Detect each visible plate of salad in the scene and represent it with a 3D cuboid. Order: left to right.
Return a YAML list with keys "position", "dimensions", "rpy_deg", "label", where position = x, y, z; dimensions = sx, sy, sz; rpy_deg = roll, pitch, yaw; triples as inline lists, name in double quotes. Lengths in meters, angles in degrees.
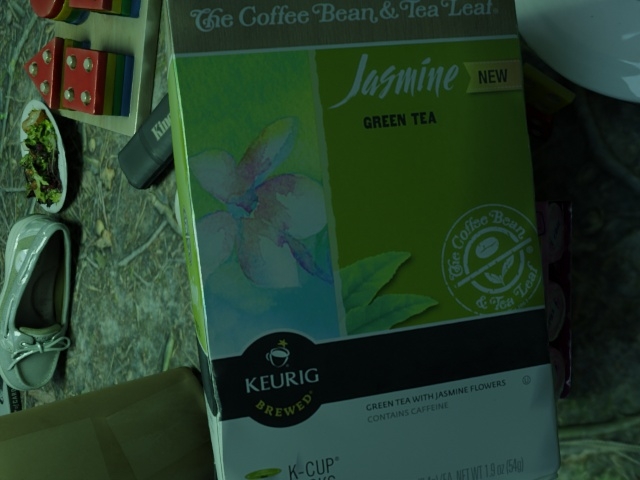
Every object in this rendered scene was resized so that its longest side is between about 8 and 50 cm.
- position: [-0.495, -0.144, 1.119]
  dimensions: [0.200, 0.048, 0.199]
  rpy_deg: [16, 112, 43]
  label: "plate of salad"

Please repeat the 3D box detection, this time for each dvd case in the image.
- position: [-0.687, 0.352, 1.356]
  dimensions: [0.179, 0.029, 0.238]
  rpy_deg: [-9, 89, 40]
  label: "dvd case"

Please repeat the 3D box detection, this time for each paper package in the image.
- position: [-0.342, 0.337, 0.878]
  dimensions: [0.309, 0.325, 0.168]
  rpy_deg: [-43, 67, 35]
  label: "paper package"

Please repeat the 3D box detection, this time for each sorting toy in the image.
- position: [-0.364, -0.308, 0.982]
  dimensions: [0.255, 0.089, 0.257]
  rpy_deg: [20, 107, 37]
  label: "sorting toy"
- position: [0.106, -0.181, 0.573]
  dimensions: [0.274, 0.132, 0.046]
  rpy_deg: [32, 88, 23]
  label: "sorting toy"

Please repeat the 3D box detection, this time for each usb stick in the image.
- position: [-0.197, -0.169, 0.885]
  dimensions: [0.278, 0.045, 0.077]
  rpy_deg: [-37, 71, 35]
  label: "usb stick"

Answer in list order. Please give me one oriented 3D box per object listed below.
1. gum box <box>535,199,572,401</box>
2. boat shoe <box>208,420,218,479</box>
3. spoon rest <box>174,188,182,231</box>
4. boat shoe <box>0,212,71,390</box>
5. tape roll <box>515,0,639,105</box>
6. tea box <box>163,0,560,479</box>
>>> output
- position: [0.168, 0.057, 0.592]
  dimensions: [0.107, 0.062, 0.188]
  rpy_deg: [3, 96, 40]
  label: "gum box"
- position: [-0.112, 0.238, 0.836]
  dimensions: [0.076, 0.080, 0.228]
  rpy_deg: [5, 105, 30]
  label: "boat shoe"
- position: [-0.106, -0.033, 0.815]
  dimensions: [0.276, 0.084, 0.137]
  rpy_deg: [21, 107, 50]
  label: "spoon rest"
- position: [-0.494, 0.116, 1.118]
  dimensions: [0.103, 0.118, 0.320]
  rpy_deg: [16, 97, 42]
  label: "boat shoe"
- position: [0.275, -0.233, 0.452]
  dimensions: [0.286, 0.100, 0.286]
  rpy_deg: [4, 96, 39]
  label: "tape roll"
- position: [0.000, 0.000, 0.525]
  dimensions: [0.329, 0.220, 0.323]
  rpy_deg: [-171, 74, -78]
  label: "tea box"
